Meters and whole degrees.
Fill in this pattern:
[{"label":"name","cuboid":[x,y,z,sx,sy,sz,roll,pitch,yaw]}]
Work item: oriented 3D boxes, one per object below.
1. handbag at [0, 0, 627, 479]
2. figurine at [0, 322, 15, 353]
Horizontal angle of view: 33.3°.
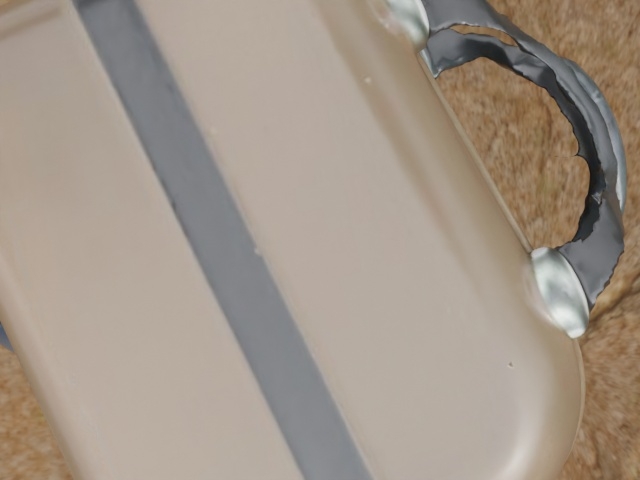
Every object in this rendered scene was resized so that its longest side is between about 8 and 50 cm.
[{"label":"handbag","cuboid":[0.000,0.000,0.476,0.283,0.149,0.302,-27,80,3]},{"label":"figurine","cuboid":[-0.217,-0.024,0.807,0.175,0.197,0.265,-36,37,2]}]
